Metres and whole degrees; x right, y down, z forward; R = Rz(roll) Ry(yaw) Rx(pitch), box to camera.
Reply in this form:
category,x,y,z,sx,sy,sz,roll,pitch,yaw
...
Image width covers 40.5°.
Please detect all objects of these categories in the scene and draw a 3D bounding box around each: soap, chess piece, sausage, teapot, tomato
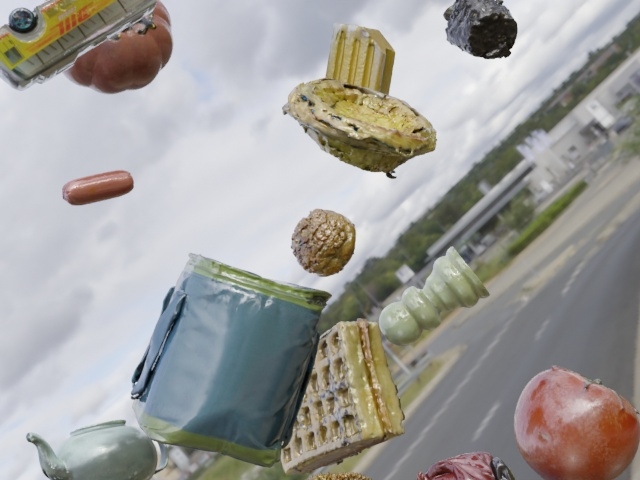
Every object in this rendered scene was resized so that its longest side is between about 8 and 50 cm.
category,x,y,z,sx,sy,sz,roll,pitch,yaw
soap,0.081,-0.351,1.899,0.073,0.140,0.232,-11,-67,-59
chess piece,0.248,0.145,1.997,0.251,0.144,0.144,-38,-6,6
sausage,-0.484,-0.115,1.886,0.154,0.062,0.062,-16,-19,-28
teapot,-0.398,0.399,1.590,0.193,0.129,0.294,-25,-18,35
tomato,0.538,0.405,1.850,0.265,0.265,0.265,-42,-6,-6

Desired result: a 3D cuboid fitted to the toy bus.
category,x,y,z,sx,sy,sz,roll,pitch,yaw
toy bus,-0.377,-0.326,1.301,0.268,0.106,0.092,-38,11,-20

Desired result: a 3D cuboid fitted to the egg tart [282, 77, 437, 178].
category,x,y,z,sx,sy,sz,roll,pitch,yaw
egg tart,0.069,-0.183,1.469,0.291,0.290,0.107,-32,-35,-60

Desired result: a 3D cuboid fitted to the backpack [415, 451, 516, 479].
category,x,y,z,sx,sy,sz,roll,pitch,yaw
backpack,0.231,0.444,1.308,0.139,0.229,0.229,-6,-18,-15

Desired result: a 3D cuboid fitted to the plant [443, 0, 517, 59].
category,x,y,z,sx,sy,sz,roll,pitch,yaw
plant,0.343,-0.471,1.898,0.131,0.203,0.142,4,-57,-22

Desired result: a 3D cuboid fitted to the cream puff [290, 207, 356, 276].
category,x,y,z,sx,sy,sz,roll,pitch,yaw
cream puff,0.000,0.000,1.870,0.165,0.115,0.150,-23,52,48

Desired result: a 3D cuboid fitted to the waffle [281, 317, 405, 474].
category,x,y,z,sx,sy,sz,roll,pitch,yaw
waffle,0.020,0.335,1.847,0.114,0.261,0.376,1,-25,-29

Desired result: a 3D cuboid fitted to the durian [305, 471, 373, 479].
category,x,y,z,sx,sy,sz,roll,pitch,yaw
durian,0.034,0.481,1.575,0.168,0.137,0.158,-17,1,7

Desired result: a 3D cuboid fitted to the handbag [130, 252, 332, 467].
category,x,y,z,sx,sy,sz,roll,pitch,yaw
handbag,-0.124,0.153,1.165,0.263,0.222,0.241,170,117,-77

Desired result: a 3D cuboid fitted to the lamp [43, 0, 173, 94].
category,x,y,z,sx,sy,sz,roll,pitch,yaw
lamp,-0.495,-0.473,2.011,0.305,0.305,0.239,-39,-6,-31
